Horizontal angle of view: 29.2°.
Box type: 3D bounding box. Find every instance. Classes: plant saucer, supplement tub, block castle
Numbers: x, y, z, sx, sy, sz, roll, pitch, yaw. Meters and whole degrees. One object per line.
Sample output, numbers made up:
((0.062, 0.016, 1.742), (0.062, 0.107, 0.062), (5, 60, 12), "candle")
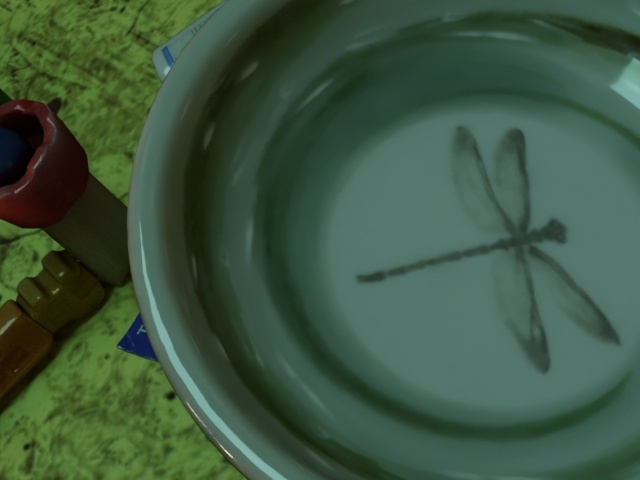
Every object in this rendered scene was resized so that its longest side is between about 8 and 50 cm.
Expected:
((0.097, -0.002, 0.684), (0.400, 0.100, 0.401), (1, 62, -1), "plant saucer")
((-0.070, -0.146, 0.950), (0.107, 0.071, 0.071), (-33, 50, 8), "supplement tub")
((-0.375, -0.046, 0.970), (0.303, 0.213, 0.453), (-47, 49, -4), "block castle")

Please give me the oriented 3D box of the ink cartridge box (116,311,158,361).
((0.000, 0.000, 0.797), (0.224, 0.045, 0.223), (13, 62, 27), "ink cartridge box")
